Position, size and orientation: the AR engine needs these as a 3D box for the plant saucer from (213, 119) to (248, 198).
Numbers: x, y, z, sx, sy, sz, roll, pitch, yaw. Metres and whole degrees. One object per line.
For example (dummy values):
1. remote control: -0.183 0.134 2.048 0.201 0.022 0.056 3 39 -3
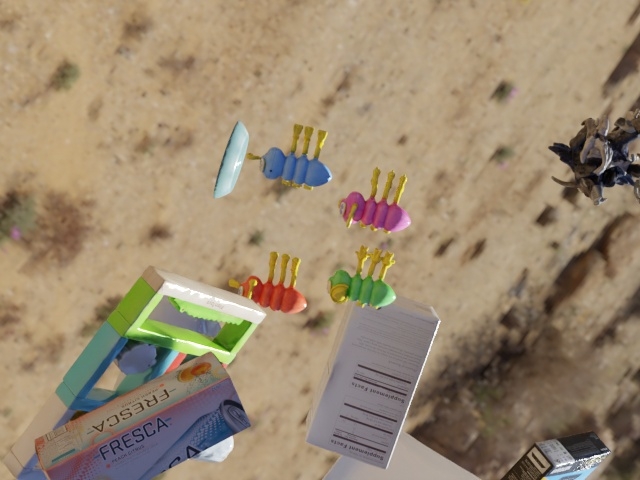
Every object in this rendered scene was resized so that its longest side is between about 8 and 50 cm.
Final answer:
1. plant saucer: -0.126 -0.114 1.789 0.119 0.021 0.119 18 90 -89

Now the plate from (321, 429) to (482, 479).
1. plate: 0.121 0.485 2.210 0.278 0.277 0.045 -50 145 -17

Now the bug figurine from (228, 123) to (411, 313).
1. bug figurine: 0.000 0.000 1.562 0.072 0.216 0.279 -82 -178 -59

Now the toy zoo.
1. toy zoo: -0.198 0.165 1.272 0.293 0.030 0.192 -53 149 8

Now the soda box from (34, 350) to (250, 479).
1. soda box: -0.161 0.175 1.120 0.183 0.058 0.063 -26 118 -11

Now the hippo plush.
1. hippo plush: -0.258 0.188 1.806 0.294 0.234 0.237 40 52 -61

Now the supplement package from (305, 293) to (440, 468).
1. supplement package: 0.077 0.204 1.910 0.139 0.133 0.244 -86 -165 -84

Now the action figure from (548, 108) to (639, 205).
1. action figure: 0.421 -0.117 1.691 0.276 0.164 0.141 -47 -153 46

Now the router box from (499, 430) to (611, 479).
1. router box: 0.315 0.332 1.735 0.179 0.046 0.133 2 132 -52
